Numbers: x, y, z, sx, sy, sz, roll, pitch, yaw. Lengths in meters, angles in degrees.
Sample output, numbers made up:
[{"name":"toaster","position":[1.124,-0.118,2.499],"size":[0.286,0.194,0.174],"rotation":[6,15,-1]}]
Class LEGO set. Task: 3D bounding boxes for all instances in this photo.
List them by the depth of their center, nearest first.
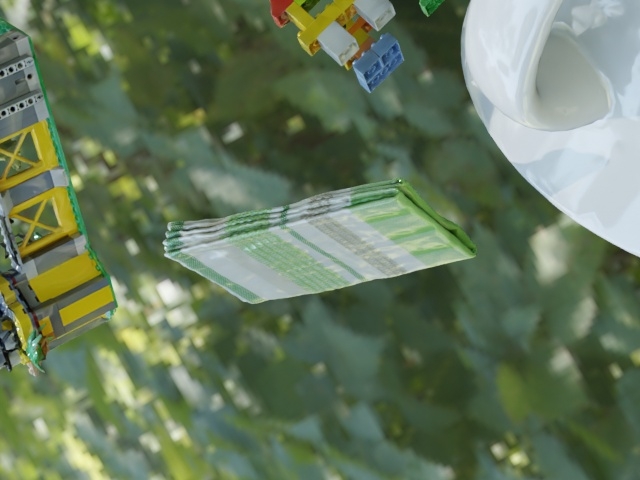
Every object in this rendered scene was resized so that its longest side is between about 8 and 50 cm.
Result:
[{"name":"LEGO set","position":[-0.292,-0.039,1.188],"size":[0.331,0.192,0.255],"rotation":[40,148,41]}]

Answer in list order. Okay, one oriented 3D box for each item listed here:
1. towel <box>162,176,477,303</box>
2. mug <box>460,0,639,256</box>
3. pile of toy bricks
[{"name":"towel","position":[0.000,0.000,1.099],"size":[0.113,0.152,0.023],"rotation":[34,-132,-58]},{"name":"mug","position":[0.223,-0.168,0.980],"size":[0.276,0.374,0.328],"rotation":[50,140,23]},{"name":"pile of toy bricks","position":[0.053,-0.199,1.209],"size":[0.105,0.212,0.118],"rotation":[44,175,20]}]
